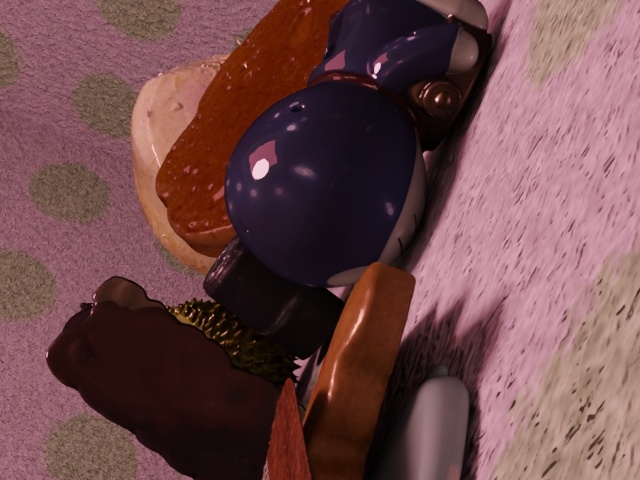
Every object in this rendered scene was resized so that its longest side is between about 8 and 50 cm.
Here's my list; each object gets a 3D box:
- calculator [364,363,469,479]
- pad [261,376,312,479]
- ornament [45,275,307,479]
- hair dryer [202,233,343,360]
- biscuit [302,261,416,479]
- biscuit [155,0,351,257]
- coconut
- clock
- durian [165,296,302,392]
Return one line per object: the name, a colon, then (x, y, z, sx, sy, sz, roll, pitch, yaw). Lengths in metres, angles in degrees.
calculator: (0.037, 0.111, 0.452, 0.153, 0.021, 0.095, -75, 9, -55)
pad: (-0.046, 0.224, 0.376, 0.323, 0.055, 0.250, -59, -18, -68)
ornament: (-0.138, 0.140, 0.963, 0.106, 0.251, 0.260, -52, 1, -13)
hair dryer: (0.000, 0.000, 0.962, 0.219, 0.124, 0.071, -48, 13, 18)
biscuit: (0.010, 0.096, 0.559, 0.239, 0.041, 0.212, -61, -15, -76)
biscuit: (-0.024, -0.152, 1.121, 0.358, 0.074, 0.381, -13, 45, 38)
coconut: (-0.103, -0.093, 1.363, 0.254, 0.297, 0.297, 100, -170, -71)
clock: (0.026, -0.076, 0.785, 0.243, 0.146, 0.199, -61, 6, -25)
durian: (-0.072, 0.127, 1.049, 0.215, 0.100, 0.086, 57, -143, -38)
